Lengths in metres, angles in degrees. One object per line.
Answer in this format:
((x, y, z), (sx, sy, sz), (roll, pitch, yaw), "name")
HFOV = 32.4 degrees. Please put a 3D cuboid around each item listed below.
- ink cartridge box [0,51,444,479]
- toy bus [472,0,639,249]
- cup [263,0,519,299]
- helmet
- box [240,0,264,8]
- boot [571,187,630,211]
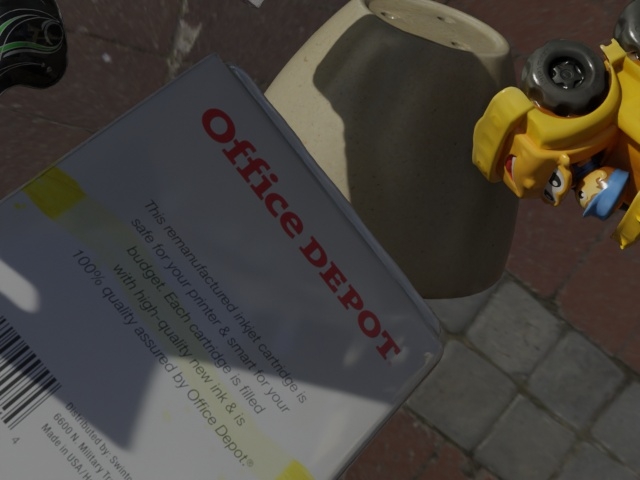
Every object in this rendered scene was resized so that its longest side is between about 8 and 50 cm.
((-0.137, 0.098, 0.734), (0.385, 0.160, 0.279), (-42, 99, -35), "ink cartridge box")
((0.265, -0.068, 0.900), (0.220, 0.149, 0.211), (-26, 71, -12), "toy bus")
((0.082, -0.127, 1.183), (0.331, 0.331, 0.237), (14, 117, -7), "cup")
((-0.447, -0.273, 1.521), (0.162, 0.169, 0.169), (-14, 96, -33), "helmet")
((-0.204, -0.477, 1.674), (0.324, 0.063, 0.067), (38, 88, -25), "box")
((0.325, -0.021, 1.088), (0.207, 0.094, 0.246), (17, 68, -31), "boot")
